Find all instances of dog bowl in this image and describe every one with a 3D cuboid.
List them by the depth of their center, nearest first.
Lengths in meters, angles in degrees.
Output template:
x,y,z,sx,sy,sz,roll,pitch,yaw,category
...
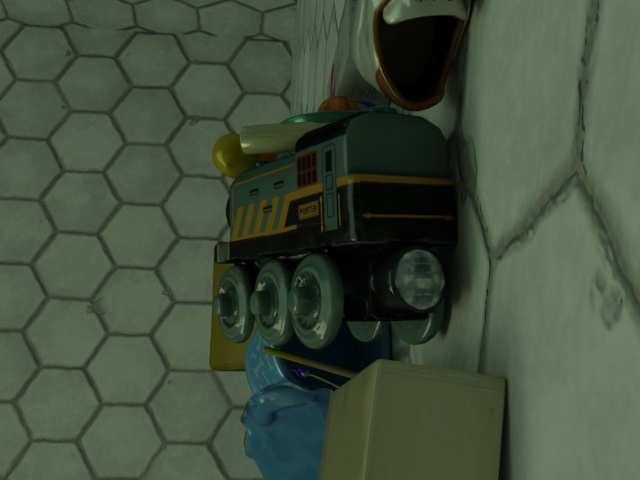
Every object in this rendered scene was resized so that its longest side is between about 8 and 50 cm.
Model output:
x,y,z,sx,sy,sz,roll,pitch,yaw,category
0.003,0.067,0.980,0.074,0.166,0.297,127,147,-60,dog bowl

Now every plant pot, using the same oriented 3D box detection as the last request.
x,y,z,sx,sy,sz,roll,pitch,yaw,category
-0.048,0.111,1.333,0.187,0.212,0.212,178,94,-71,plant pot

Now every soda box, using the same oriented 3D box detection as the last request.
x,y,z,sx,sy,sz,roll,pitch,yaw,category
0.052,-0.202,1.012,0.216,0.069,0.073,107,165,-72,soda box

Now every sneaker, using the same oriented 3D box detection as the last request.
x,y,z,sx,sy,sz,roll,pitch,yaw,category
0.080,-0.236,0.640,0.123,0.106,0.290,-113,16,-55,sneaker

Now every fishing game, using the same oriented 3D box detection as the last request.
x,y,z,sx,sy,sz,roll,pitch,yaw,category
-0.001,0.223,0.905,0.041,0.189,0.264,-49,-38,-50,fishing game

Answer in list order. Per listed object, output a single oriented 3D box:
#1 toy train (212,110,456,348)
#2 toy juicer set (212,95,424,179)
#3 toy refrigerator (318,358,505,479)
x,y,z,sx,sy,sz,roll,pitch,yaw,category
0.000,0.000,0.777,0.334,0.142,0.190,-10,80,62,toy train
-0.017,-0.120,0.959,0.329,0.209,0.089,131,139,-81,toy juicer set
0.061,0.162,0.648,0.269,0.094,0.102,113,166,-73,toy refrigerator
